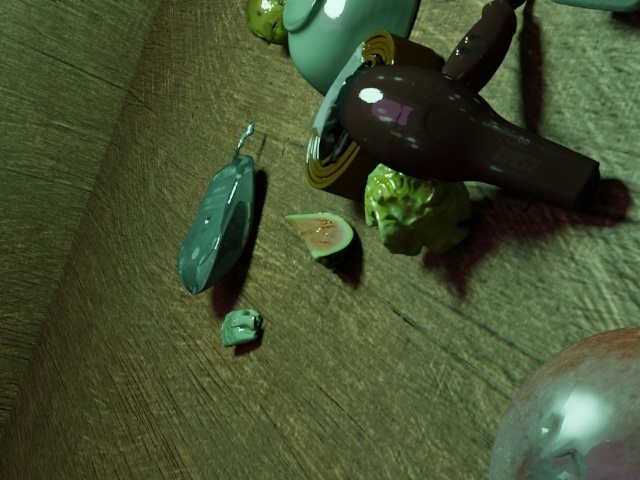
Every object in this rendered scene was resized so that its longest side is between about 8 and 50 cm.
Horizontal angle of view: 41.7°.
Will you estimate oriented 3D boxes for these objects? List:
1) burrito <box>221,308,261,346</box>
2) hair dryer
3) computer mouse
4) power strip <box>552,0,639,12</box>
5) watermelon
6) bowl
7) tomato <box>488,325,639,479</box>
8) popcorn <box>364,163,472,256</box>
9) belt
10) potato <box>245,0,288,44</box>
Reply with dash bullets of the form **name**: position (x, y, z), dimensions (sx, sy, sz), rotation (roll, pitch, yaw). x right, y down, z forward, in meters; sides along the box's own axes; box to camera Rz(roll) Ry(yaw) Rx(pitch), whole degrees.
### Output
- **burrito**: position (-0.142, 0.154, 1.524), dimensions (0.118, 0.044, 0.074), rotation (-25, 48, 59)
- **hair dryer**: position (0.219, -0.193, 1.000), dimensions (0.312, 0.123, 0.340), rotation (22, 58, 25)
- **computer mouse**: position (-0.177, -0.064, 1.682), dimensions (0.167, 0.090, 0.379), rotation (-5, 63, 55)
- **power strip**: position (0.340, -0.367, 0.859), dimensions (0.193, 0.059, 0.265), rotation (20, 115, 34)
- **watermelon**: position (0.006, 0.010, 1.320), dimensions (0.163, 0.087, 0.069), rotation (-125, 27, -59)
- **bowl**: position (0.027, -0.391, 1.443), dimensions (0.289, 0.146, 0.289), rotation (-41, 39, 45)
- **tomato**: position (0.240, 0.188, 0.605), dimensions (0.270, 0.227, 0.270), rotation (-37, 42, 43)
- **popcorn**: position (0.123, -0.049, 1.068), dimensions (0.141, 0.162, 0.136), rotation (-4, 101, 31)
- **belt**: position (0.075, -0.186, 1.277), dimensions (0.261, 0.105, 0.184), rotation (-65, 30, 18)
- **potato**: position (-0.091, -0.480, 1.737), dimensions (0.137, 0.137, 0.176), rotation (-56, 24, 26)
